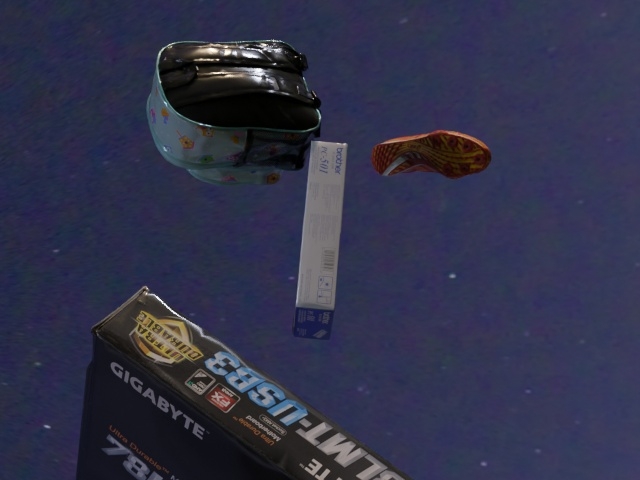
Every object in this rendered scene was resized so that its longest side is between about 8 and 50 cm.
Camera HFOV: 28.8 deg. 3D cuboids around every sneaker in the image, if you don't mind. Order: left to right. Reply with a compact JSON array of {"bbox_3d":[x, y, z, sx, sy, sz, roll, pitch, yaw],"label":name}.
[{"bbox_3d":[0.147,-0.116,1.605,0.067,0.175,0.064,-22,-69,-47],"label":"sneaker"}]

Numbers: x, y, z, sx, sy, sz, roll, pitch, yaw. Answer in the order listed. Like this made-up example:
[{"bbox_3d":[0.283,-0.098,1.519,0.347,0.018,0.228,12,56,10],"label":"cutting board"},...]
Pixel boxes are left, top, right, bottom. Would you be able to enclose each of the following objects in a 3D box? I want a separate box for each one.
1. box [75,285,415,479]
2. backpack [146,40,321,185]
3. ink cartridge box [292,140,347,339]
[{"bbox_3d":[-0.067,0.222,1.013,0.295,0.293,0.073,33,-130,15],"label":"box"},{"bbox_3d":[-0.113,-0.153,1.476,0.188,0.144,0.166,3,-129,-26],"label":"backpack"},{"bbox_3d":[0.000,0.000,1.424,0.046,0.097,0.207,6,-114,-1],"label":"ink cartridge box"}]
